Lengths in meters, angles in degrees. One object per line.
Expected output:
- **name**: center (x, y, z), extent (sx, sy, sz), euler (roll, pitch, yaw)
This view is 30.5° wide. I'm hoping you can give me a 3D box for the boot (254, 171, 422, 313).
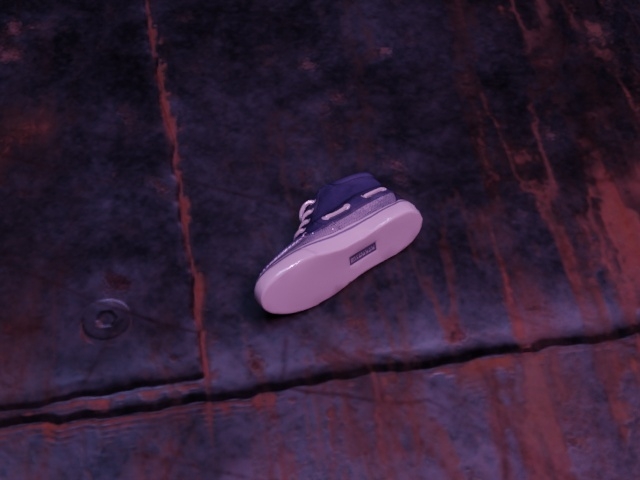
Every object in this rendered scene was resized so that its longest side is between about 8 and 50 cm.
- **boot**: center (0.000, 0.000, 1.128), extent (0.190, 0.069, 0.086), euler (-26, 48, -27)
